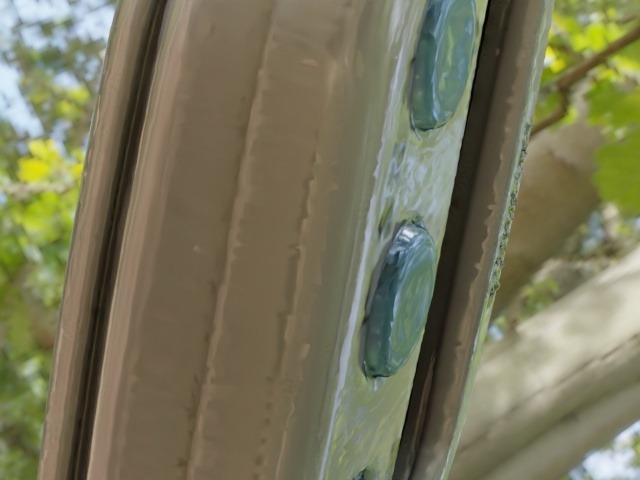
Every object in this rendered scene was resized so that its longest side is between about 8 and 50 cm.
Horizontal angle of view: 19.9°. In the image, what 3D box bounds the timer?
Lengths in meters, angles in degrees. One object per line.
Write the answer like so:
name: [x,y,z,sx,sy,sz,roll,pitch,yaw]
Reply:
timer: [0.000,0.000,0.527,0.087,0.237,0.262,14,-77,12]
